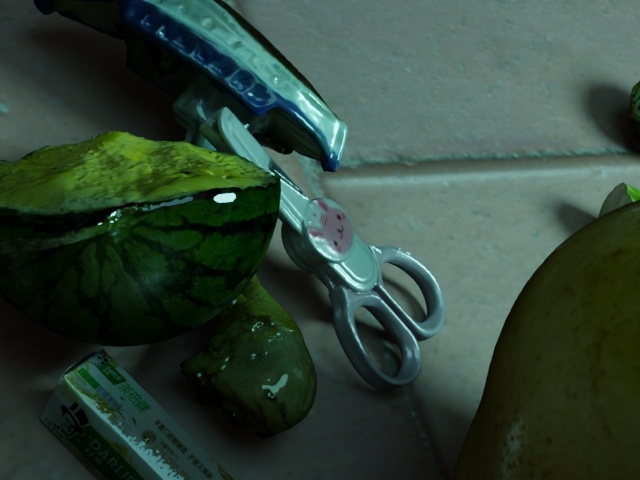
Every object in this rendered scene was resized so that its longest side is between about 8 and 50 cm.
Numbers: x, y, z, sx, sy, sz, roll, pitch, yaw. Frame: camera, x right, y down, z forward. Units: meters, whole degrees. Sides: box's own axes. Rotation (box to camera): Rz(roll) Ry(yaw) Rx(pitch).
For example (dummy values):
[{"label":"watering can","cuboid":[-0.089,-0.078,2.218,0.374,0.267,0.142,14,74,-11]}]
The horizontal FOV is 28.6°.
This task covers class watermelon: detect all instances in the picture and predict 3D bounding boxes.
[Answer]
[{"label":"watermelon","cuboid":[-0.127,0.003,0.801,0.204,0.127,0.232,-3,17,-12]}]

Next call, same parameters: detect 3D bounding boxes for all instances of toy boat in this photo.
[{"label":"toy boat","cuboid":[-0.103,-0.120,0.957,0.262,0.114,0.115,41,77,4]}]

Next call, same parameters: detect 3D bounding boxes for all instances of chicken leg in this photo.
[{"label":"chicken leg","cuboid":[-0.056,0.060,0.865,0.093,0.070,0.178,5,45,-19]}]

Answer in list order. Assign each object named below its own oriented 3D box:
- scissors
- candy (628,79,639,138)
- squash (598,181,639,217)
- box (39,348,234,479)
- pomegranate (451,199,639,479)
[{"label":"scissors","cuboid":[0.000,0.000,0.916,0.242,0.030,0.118,48,43,-17]},{"label":"candy","cuboid":[0.418,-0.141,1.292,0.305,0.083,0.091,-12,59,-45]},{"label":"squash","cuboid":[0.368,0.019,1.124,0.250,0.083,0.083,17,48,-12]},{"label":"box","cuboid":[-0.087,0.157,0.774,0.207,0.050,0.041,44,45,8]},{"label":"pomegranate","cuboid":[0.271,0.162,0.727,0.417,0.416,0.416,15,49,-18]}]
